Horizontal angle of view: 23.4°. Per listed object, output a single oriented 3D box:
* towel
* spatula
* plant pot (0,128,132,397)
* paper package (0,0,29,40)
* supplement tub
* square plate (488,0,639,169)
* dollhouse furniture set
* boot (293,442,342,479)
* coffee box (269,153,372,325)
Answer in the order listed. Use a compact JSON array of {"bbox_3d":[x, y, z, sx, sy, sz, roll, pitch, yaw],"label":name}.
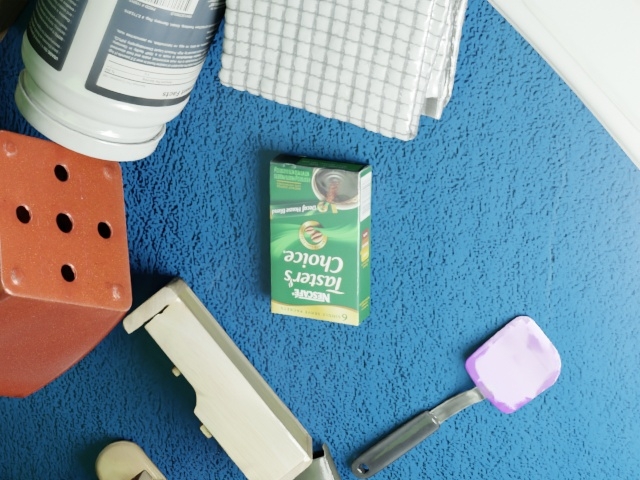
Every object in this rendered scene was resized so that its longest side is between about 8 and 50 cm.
[{"bbox_3d":[0.034,-0.264,1.565,0.235,0.121,0.283,17,123,15],"label":"towel"},{"bbox_3d":[0.144,0.194,1.752,0.296,0.030,0.084,-38,93,29],"label":"spatula"},{"bbox_3d":[-0.355,0.011,1.697,0.236,0.267,0.267,-19,70,36],"label":"plant pot"},{"bbox_3d":[-0.525,-0.304,1.762,0.325,0.168,0.309,41,120,-4],"label":"paper package"},{"bbox_3d":[-0.206,-0.243,1.653,0.191,0.191,0.272,32,117,10],"label":"supplement tub"},{"bbox_3d":[0.354,-0.258,1.491,0.344,0.049,0.347,49,119,1],"label":"square plate"},{"bbox_3d":[-0.241,0.265,1.770,0.394,0.362,0.256,-39,92,1],"label":"dollhouse furniture set"},{"bbox_3d":[-0.044,0.334,1.867,0.198,0.077,0.137,-24,93,15],"label":"boot"},{"bbox_3d":[0.000,0.000,1.738,0.113,0.040,0.184,9,111,20],"label":"coffee box"}]
